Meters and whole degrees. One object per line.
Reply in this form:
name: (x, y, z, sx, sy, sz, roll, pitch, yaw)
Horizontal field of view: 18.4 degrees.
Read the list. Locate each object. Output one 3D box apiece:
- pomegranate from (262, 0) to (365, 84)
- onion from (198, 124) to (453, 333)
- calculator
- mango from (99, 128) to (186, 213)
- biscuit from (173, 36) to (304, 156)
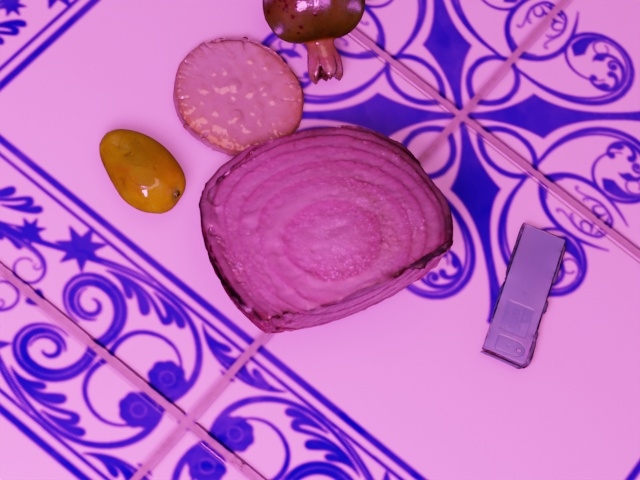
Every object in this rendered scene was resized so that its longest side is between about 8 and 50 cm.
pomegranate: (-0.006, -0.243, 2.174, 0.114, 0.114, 0.142, -9, 91, -20)
onion: (0.000, 0.000, 2.048, 0.250, 0.111, 0.247, -21, 47, -13)
calculator: (0.219, 0.060, 2.119, 0.057, 0.018, 0.172, 23, 59, -4)
mango: (-0.187, -0.074, 2.054, 0.108, 0.056, 0.073, 45, 55, 13)
biscuit: (-0.088, -0.157, 2.146, 0.152, 0.020, 0.152, 6, 62, -12)
